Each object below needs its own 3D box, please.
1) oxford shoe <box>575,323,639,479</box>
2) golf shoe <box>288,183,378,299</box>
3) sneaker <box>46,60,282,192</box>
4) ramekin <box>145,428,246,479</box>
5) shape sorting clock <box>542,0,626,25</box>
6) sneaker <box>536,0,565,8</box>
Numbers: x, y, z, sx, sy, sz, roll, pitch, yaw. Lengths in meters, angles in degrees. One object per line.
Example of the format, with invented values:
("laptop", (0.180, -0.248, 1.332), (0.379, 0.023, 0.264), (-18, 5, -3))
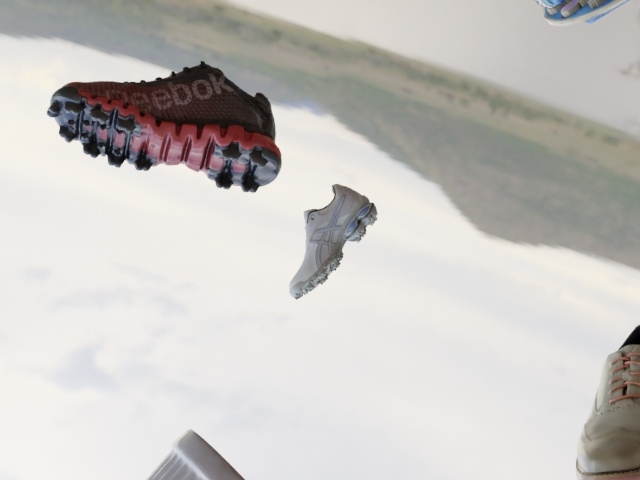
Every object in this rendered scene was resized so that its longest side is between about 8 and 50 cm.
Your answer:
("oxford shoe", (0.430, 0.231, 1.965), (0.140, 0.146, 0.397), (-8, -168, 21))
("golf shoe", (0.000, 0.000, 1.930), (0.086, 0.176, 0.069), (38, 169, 8))
("sneaker", (-0.176, -0.149, 1.619), (0.276, 0.135, 0.097), (12, 148, -11))
("ramekin", (-0.074, 0.263, 1.110), (0.207, 0.109, 0.207), (45, 168, 12))
("shape sorting clock", (0.344, -0.317, 1.595), (0.040, 0.206, 0.206), (55, 176, -20))
("sneaker", (0.247, -0.317, 1.481), (0.073, 0.162, 0.063), (-13, -134, 12))
